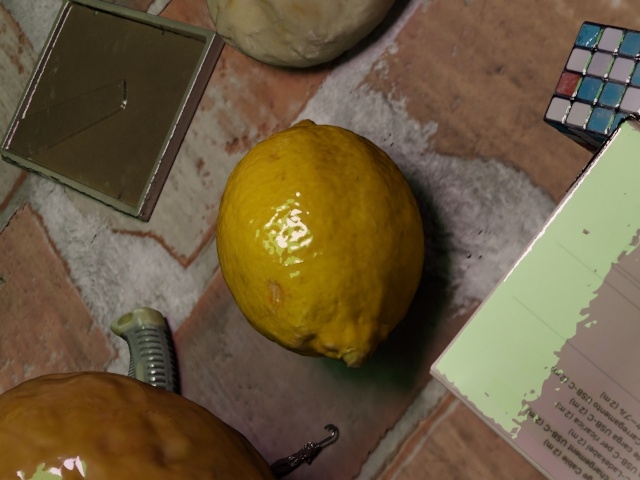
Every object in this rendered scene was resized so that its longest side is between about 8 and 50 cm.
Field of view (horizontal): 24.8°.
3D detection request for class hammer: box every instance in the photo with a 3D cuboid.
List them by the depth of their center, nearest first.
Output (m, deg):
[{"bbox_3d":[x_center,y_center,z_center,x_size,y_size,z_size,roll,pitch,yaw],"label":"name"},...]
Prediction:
[{"bbox_3d":[-0.172,0.174,1.493,0.158,0.041,0.227,-29,56,31],"label":"hammer"}]

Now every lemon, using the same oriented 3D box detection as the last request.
[{"bbox_3d":[0.000,0.000,1.308,0.188,0.188,0.257,-31,53,29],"label":"lemon"}]

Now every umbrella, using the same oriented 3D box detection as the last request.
[{"bbox_3d":[-0.030,0.209,1.369,0.122,0.013,0.022,-38,39,26],"label":"umbrella"}]

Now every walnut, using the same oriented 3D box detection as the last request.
[{"bbox_3d":[-0.186,0.305,1.255,0.398,0.308,0.354,38,101,30],"label":"walnut"}]

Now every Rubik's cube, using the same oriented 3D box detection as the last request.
[{"bbox_3d":[0.256,-0.115,1.188,0.092,0.092,0.092,21,87,44],"label":"Rubik's cube"}]

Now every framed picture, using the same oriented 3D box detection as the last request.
[{"bbox_3d":[-0.257,-0.166,1.725,0.315,0.024,0.232,23,89,44],"label":"framed picture"}]

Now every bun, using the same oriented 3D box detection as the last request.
[{"bbox_3d":[-0.027,-0.318,1.493,0.287,0.146,0.287,-20,59,38],"label":"bun"}]

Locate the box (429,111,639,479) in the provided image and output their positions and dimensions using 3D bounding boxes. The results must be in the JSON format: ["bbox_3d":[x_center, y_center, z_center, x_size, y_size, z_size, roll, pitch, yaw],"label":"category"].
[{"bbox_3d":[0.238,0.066,1.074,0.203,0.106,0.252,40,101,17],"label":"box"}]
